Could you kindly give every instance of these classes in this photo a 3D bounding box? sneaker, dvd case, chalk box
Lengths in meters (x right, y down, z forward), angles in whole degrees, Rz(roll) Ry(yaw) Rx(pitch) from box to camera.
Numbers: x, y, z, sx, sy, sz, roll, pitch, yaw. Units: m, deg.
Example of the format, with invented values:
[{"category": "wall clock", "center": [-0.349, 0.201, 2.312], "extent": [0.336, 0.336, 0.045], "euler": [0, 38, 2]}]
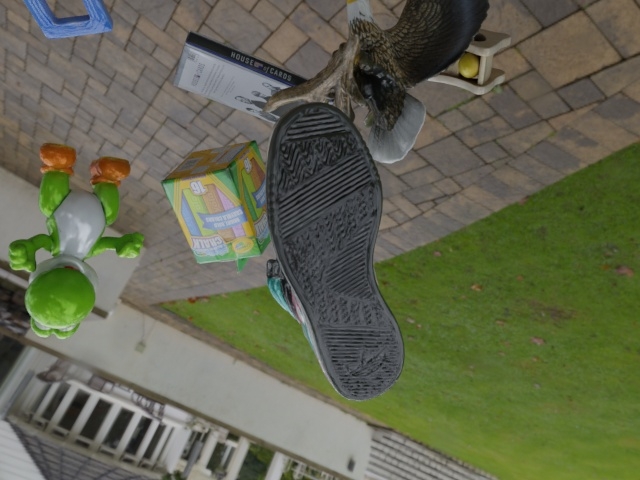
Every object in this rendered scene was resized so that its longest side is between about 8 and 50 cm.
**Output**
[{"category": "sneaker", "center": [0.000, 0.000, 0.520], "extent": [0.178, 0.124, 0.295], "euler": [-136, 31, -64]}, {"category": "dvd case", "center": [-0.116, -0.254, 0.824], "extent": [0.238, 0.029, 0.179], "euler": [17, 171, -21]}, {"category": "chalk box", "center": [-0.157, -0.046, 0.873], "extent": [0.132, 0.132, 0.213], "euler": [-8, 120, 19]}]

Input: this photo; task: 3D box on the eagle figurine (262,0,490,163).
[{"category": "eagle figurine", "center": [0.093, -0.269, 0.708], "extent": [0.226, 0.298, 0.225], "euler": [25, 131, 26]}]

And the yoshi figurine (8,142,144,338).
[{"category": "yoshi figurine", "center": [-0.458, 0.011, 0.921], "extent": [0.203, 0.362, 0.203], "euler": [8, 177, 9]}]

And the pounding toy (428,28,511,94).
[{"category": "pounding toy", "center": [0.216, -0.375, 0.901], "extent": [0.269, 0.154, 0.155], "euler": [42, 146, 46]}]

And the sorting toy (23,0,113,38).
[{"category": "sorting toy", "center": [-0.240, -0.301, 0.325], "extent": [0.196, 0.047, 0.348], "euler": [-15, 145, 13]}]
